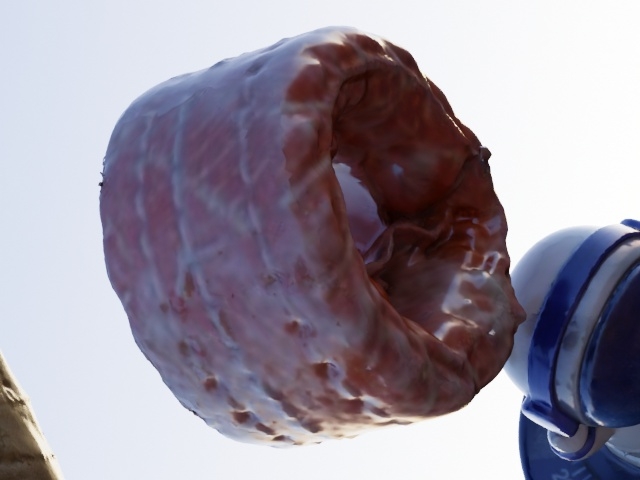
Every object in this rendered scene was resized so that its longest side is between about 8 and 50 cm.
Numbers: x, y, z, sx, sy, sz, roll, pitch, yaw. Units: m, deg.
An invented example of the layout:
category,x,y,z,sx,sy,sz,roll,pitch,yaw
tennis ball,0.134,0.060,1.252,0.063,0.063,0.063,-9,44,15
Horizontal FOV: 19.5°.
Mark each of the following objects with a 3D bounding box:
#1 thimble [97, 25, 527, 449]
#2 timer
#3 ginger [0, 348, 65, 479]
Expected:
category,x,y,z,sx,sy,sz,roll,pitch,yaw
thimble,0.000,0.000,1.086,0.239,0.162,0.239,31,-131,-44
timer,0.234,0.110,1.337,0.383,0.270,0.270,43,-116,-56
ginger,-0.280,0.127,1.497,0.236,0.166,0.376,37,-136,-73
